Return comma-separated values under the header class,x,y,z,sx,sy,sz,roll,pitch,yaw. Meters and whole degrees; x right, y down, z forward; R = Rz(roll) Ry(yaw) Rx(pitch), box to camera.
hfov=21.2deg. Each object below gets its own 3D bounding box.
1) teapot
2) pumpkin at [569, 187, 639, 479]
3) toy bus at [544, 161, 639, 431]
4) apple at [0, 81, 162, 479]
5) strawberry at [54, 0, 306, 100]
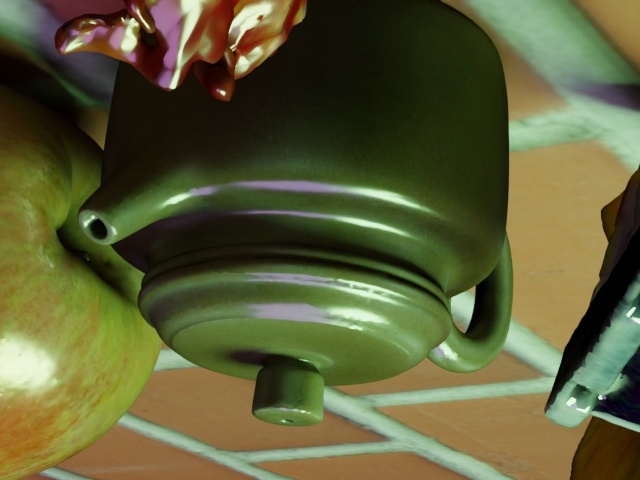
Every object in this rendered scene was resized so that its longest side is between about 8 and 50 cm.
class,x,y,z,sx,sy,sz,roll,pitch,yaw
teapot,0.000,0.000,0.781,0.268,0.175,0.185,22,156,-40
pumpkin,0.234,0.047,0.755,0.290,0.258,0.095,10,145,-12
toy bus,0.324,0.016,0.557,0.440,0.249,0.209,19,160,5
apple,-0.177,0.019,0.828,0.164,0.209,0.209,-23,152,17
strawberry,-0.027,-0.172,0.374,0.178,0.234,0.234,-34,147,14
